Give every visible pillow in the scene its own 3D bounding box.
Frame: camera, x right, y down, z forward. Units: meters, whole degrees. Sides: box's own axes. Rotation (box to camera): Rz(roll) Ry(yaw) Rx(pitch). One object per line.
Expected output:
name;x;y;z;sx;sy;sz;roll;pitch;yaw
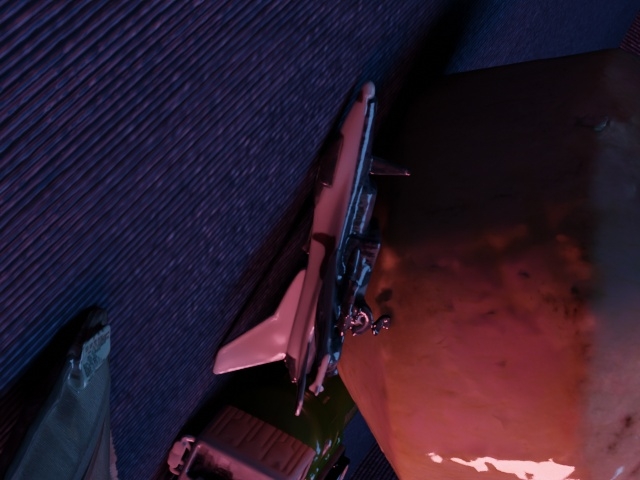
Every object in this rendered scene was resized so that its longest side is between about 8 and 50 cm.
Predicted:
pillow;-0.119;0.134;0.736;0.232;0.038;0.130;95;12;-52

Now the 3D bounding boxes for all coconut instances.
coconut;0.153;0.043;1.112;0.352;0.352;0.352;-55;171;-13

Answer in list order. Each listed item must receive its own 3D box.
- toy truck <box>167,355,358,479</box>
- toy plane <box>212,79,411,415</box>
toy truck;-0.031;0.149;1.182;0.125;0.101;0.242;-66;171;23
toy plane;0.013;0.009;0.984;0.160;0.082;0.234;-93;-153;-56
